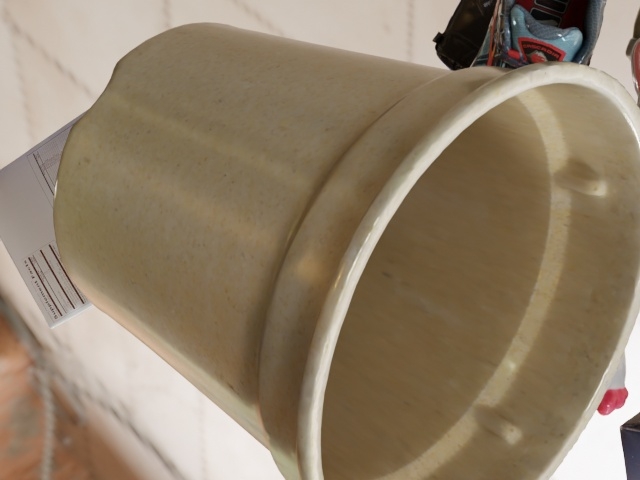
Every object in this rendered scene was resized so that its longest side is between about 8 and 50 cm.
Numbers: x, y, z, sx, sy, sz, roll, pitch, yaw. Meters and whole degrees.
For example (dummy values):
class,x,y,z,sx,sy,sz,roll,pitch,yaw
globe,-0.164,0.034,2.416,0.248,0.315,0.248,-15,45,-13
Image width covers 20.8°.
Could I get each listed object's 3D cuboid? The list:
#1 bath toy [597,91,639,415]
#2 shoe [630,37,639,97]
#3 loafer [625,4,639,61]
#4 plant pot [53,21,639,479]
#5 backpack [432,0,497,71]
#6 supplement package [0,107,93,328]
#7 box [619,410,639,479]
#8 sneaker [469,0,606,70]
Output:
class,x,y,z,sx,sy,sz,roll,pitch,yaw
bath toy,0.231,0.001,1.300,0.348,0.151,0.129,111,148,-43
shoe,0.294,-0.104,1.401,0.081,0.063,0.178,39,-151,-63
loafer,0.362,-0.206,1.602,0.094,0.251,0.087,14,106,29
plant pot,0.000,0.000,1.150,0.305,0.334,0.334,26,143,36
backpack,0.179,-0.181,1.610,0.114,0.084,0.105,48,117,37
supplement package,-0.155,-0.050,1.553,0.203,0.194,0.149,-28,92,41
box,0.416,0.268,1.363,0.296,0.182,0.294,5,113,44
sneaker,0.152,-0.133,1.306,0.104,0.262,0.125,13,-179,7
